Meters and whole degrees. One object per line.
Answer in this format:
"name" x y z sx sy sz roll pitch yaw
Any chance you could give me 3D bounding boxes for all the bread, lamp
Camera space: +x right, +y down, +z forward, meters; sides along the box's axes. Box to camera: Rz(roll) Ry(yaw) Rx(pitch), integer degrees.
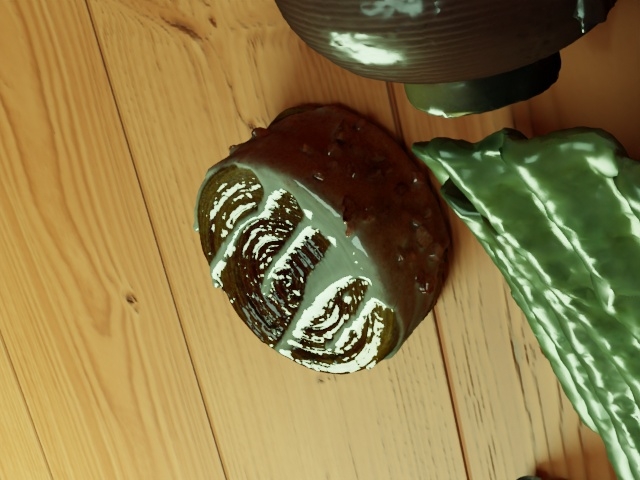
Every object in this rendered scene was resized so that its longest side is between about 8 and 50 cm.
"bread" 0.000 0.000 0.989 0.160 0.073 0.160 28 137 30
"lamp" 0.053 -0.170 0.709 0.180 0.180 0.258 10 125 42

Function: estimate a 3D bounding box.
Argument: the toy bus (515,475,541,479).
"toy bus" 0.165 0.209 0.978 0.174 0.077 0.079 24 134 33

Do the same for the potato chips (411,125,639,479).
"potato chips" 0.164 0.114 0.755 0.389 0.097 0.373 63 173 -2
